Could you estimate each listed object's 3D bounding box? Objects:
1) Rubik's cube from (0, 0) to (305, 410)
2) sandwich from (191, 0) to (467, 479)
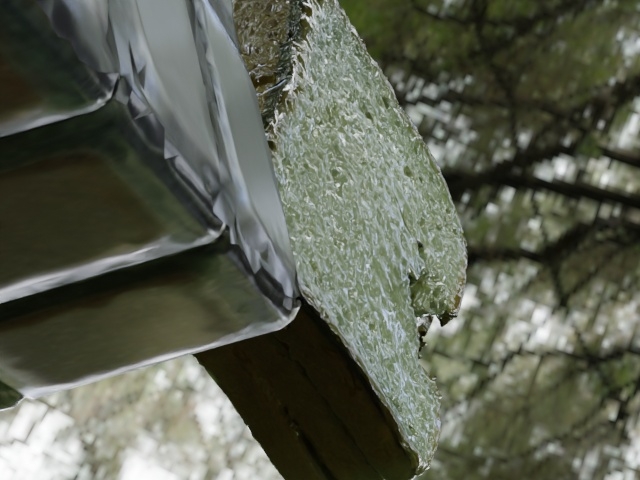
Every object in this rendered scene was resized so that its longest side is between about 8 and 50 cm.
[{"bbox_3d":[-0.204,-0.109,0.516,0.305,0.301,0.304,-16,-21,4],"label":"Rubik's cube"},{"bbox_3d":[-0.001,0.001,1.084,0.095,0.273,0.249,-22,-60,25],"label":"sandwich"}]
